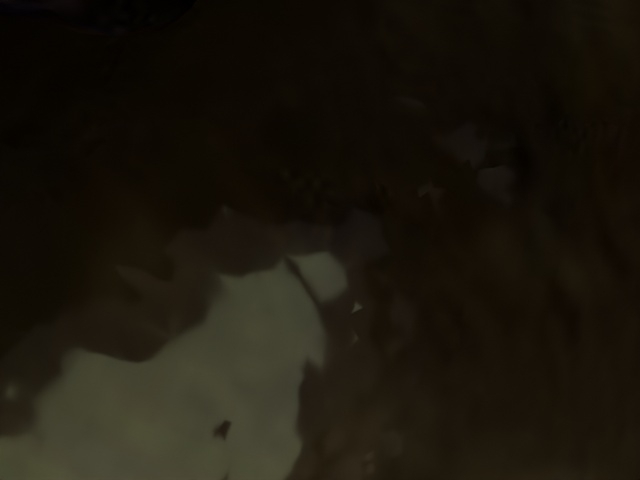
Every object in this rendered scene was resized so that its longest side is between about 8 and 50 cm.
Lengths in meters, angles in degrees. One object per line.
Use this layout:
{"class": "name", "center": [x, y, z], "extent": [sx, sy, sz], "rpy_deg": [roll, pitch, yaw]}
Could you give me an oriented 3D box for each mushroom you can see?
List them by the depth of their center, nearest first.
{"class": "mushroom", "center": [0.002, -0.042, 0.542], "extent": [0.397, 0.224, 0.313], "rpy_deg": [13, 99, -44]}

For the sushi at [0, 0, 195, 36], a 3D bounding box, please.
{"class": "sushi", "center": [-0.150, -0.206, 0.281], "extent": [0.294, 0.299, 0.281], "rpy_deg": [5, 117, -41]}
